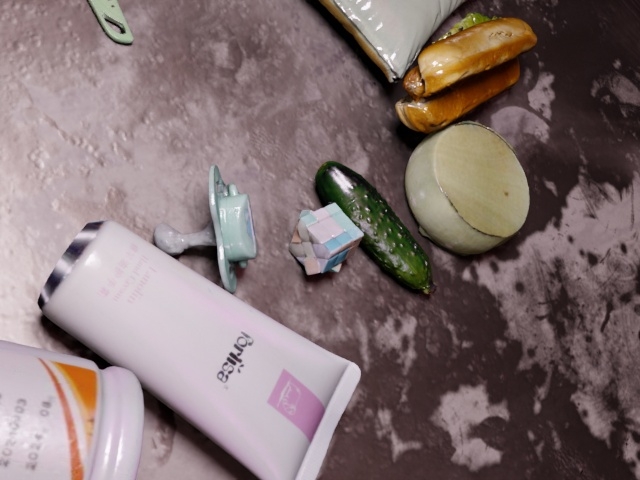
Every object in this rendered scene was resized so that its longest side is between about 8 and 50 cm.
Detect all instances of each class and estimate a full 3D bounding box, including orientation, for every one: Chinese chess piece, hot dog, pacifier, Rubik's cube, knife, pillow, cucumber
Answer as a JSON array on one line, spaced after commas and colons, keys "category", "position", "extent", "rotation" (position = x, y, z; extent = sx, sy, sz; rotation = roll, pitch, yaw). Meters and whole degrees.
[{"category": "Chinese chess piece", "position": [0.208, -0.073, 1.218], "extent": [0.188, 0.083, 0.188], "rotation": [13, 64, -28]}, {"category": "hot dog", "position": [0.211, -0.254, 1.242], "extent": [0.100, 0.135, 0.337], "rotation": [34, 40, 19]}, {"category": "pacifier", "position": [-0.133, -0.011, 0.995], "extent": [0.116, 0.127, 0.150], "rotation": [-8, 107, 5]}, {"category": "Rubik's cube", "position": [0.003, 0.001, 1.076], "extent": [0.075, 0.073, 0.084], "rotation": [-12, 55, -26]}, {"category": "knife", "position": [-0.305, -0.369, 1.053], "extent": [0.043, 0.020, 0.293], "rotation": [-26, 88, -36]}, {"category": "pillow", "position": [0.081, -0.413, 1.235], "extent": [0.310, 0.119, 0.312], "rotation": [44, 55, -9]}, {"category": "cucumber", "position": [0.076, -0.013, 1.128], "extent": [0.227, 0.069, 0.069], "rotation": [48, 56, -13]}]

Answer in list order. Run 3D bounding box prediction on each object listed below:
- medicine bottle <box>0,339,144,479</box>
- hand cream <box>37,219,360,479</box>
[{"category": "medicine bottle", "position": [-0.333, 0.175, 0.735], "extent": [0.316, 0.202, 0.202], "rotation": [17, 65, -24]}, {"category": "hand cream", "position": [-0.124, 0.119, 0.920], "extent": [0.358, 0.118, 0.185], "rotation": [36, 54, -13]}]
